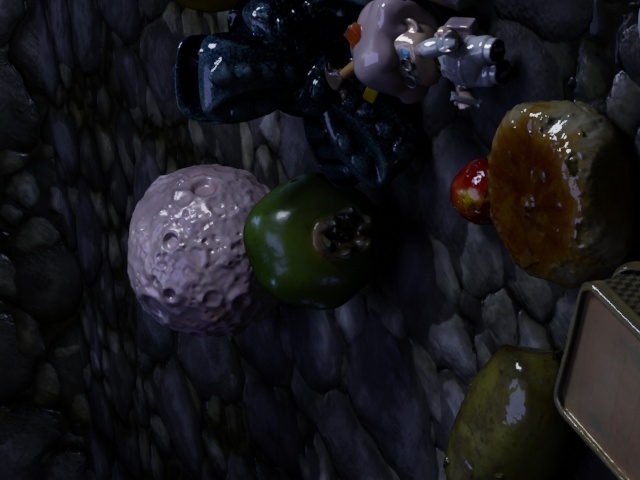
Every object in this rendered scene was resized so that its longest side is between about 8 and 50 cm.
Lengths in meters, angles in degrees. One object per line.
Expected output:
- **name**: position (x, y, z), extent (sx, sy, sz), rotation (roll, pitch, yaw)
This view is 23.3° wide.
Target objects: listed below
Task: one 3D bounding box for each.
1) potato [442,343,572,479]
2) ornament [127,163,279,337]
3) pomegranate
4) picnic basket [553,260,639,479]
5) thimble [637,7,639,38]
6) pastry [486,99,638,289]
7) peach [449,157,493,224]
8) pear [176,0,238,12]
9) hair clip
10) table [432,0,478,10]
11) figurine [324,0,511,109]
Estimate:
- **potato**: position (0.216, 0.211, 1.731), extent (0.149, 0.113, 0.251), rotation (-114, 36, -43)
- **ornament**: position (-0.154, 0.018, 2.284), extent (0.259, 0.225, 0.259), rotation (5, -90, -75)
- **pomegranate**: position (0.002, -0.001, 2.008), extent (0.225, 0.187, 0.187), rotation (168, 91, -72)
- **picnic basket**: position (0.342, 0.146, 1.392), extent (0.267, 0.139, 0.165), rotation (51, 143, 46)
- **thimble**: position (0.360, -0.172, 1.217), extent (0.237, 0.150, 0.237), rotation (170, 90, -67)
- **pastry**: position (0.244, -0.048, 1.582), extent (0.182, 0.093, 0.192), rotation (21, 118, 59)
- **peach**: position (0.178, -0.054, 1.777), extent (0.083, 0.050, 0.077), rotation (-176, 78, -69)
- **pear**: position (-0.137, -0.483, 1.913), extent (0.362, 0.362, 0.418), rotation (44, 160, 51)
- **hair clip**: position (-0.013, -0.199, 1.887), extent (0.194, 0.310, 0.206), rotation (3, 73, 64)
- **table**: position (0.057, -0.345, 1.738), extent (0.240, 0.111, 0.122), rotation (26, 127, 31)
- **figurine**: position (0.109, -0.213, 1.746), extent (0.229, 0.112, 0.137), rotation (10, 144, 36)
